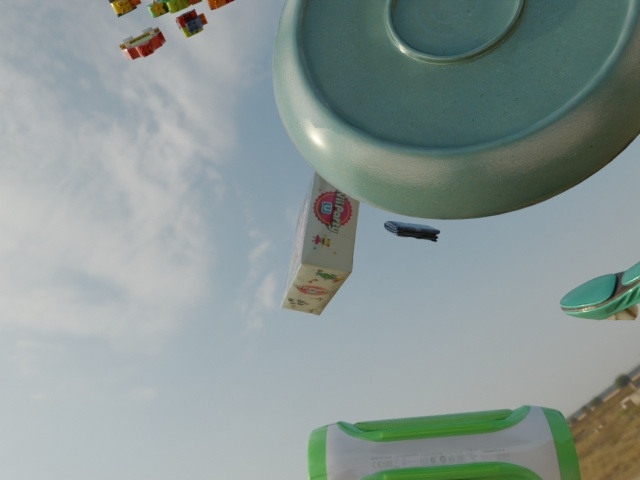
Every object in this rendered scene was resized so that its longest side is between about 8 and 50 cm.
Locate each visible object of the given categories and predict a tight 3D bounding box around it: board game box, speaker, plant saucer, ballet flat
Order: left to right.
[{"bbox_3d":[0.000,0.000,1.198,0.098,0.223,0.303,12,-23,-7],"label":"board game box"},{"bbox_3d":[0.139,0.267,0.722,0.297,0.131,0.131,-7,-26,6],"label":"speaker"},{"bbox_3d":[0.103,-0.172,0.467,0.318,0.317,0.044,-38,-25,3],"label":"plant saucer"},{"bbox_3d":[0.509,0.088,0.998,0.083,0.087,0.247,-49,3,-39],"label":"ballet flat"}]

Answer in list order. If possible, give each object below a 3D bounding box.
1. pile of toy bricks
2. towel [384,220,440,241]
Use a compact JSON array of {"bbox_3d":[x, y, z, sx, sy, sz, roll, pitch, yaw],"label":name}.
[{"bbox_3d":[-0.194,-0.335,0.841,0.212,0.105,0.118,-29,-54,-7],"label":"pile of toy bricks"},{"bbox_3d":[0.207,-0.022,1.387,0.120,0.067,0.029,5,-77,-27],"label":"towel"}]
